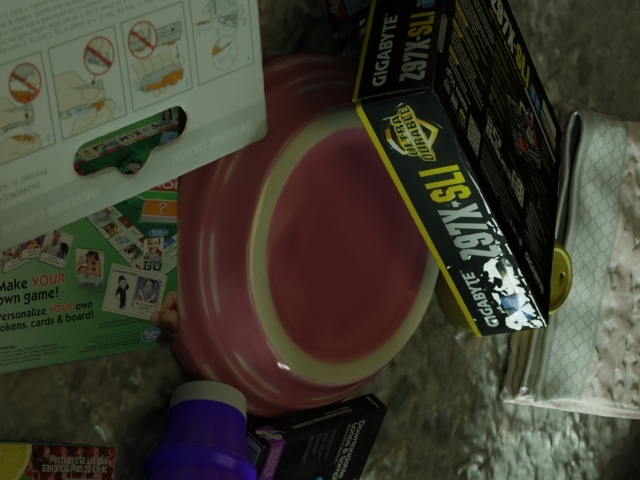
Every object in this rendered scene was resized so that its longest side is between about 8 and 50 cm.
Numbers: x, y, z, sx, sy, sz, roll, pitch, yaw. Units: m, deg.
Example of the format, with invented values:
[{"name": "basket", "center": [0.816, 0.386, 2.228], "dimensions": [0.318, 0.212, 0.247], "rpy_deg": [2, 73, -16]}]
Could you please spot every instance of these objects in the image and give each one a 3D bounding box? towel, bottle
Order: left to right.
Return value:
[{"name": "bottle", "center": [-0.106, 0.250, 1.429], "dimensions": [0.092, 0.118, 0.282], "rpy_deg": [87, 6, -54]}, {"name": "towel", "center": [0.336, 0.031, 1.942], "dimensions": [0.317, 0.053, 0.331], "rpy_deg": [9, 91, -46]}]

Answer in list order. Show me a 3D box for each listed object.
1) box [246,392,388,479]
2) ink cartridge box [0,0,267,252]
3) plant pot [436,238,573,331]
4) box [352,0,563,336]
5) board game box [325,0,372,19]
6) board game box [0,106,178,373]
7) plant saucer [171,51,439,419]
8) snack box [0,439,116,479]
[{"name": "box", "center": [-0.017, 0.205, 1.590], "dimensions": [0.162, 0.029, 0.116], "rpy_deg": [-14, 133, -45]}, {"name": "ink cartridge box", "center": [-0.187, -0.220, 1.322], "dimensions": [0.308, 0.091, 0.385], "rpy_deg": [-27, 121, -41]}, {"name": "plant pot", "center": [0.194, 0.032, 1.763], "dimensions": [0.134, 0.095, 0.134], "rpy_deg": [-9, 102, -45]}, {"name": "box", "center": [0.135, -0.108, 1.599], "dimensions": [0.322, 0.079, 0.257], "rpy_deg": [59, 29, -42]}, {"name": "board game box", "center": [0.092, -0.324, 1.648], "dimensions": [0.281, 0.027, 0.145], "rpy_deg": [-33, 120, -38]}, {"name": "board game box", "center": [-0.240, -0.006, 1.345], "dimensions": [0.317, 0.046, 0.213], "rpy_deg": [-7, 101, -45]}, {"name": "plant saucer", "center": [0.000, 0.000, 1.568], "dimensions": [0.332, 0.084, 0.332], "rpy_deg": [-11, 105, -44]}, {"name": "snack box", "center": [-0.258, 0.238, 1.338], "dimensions": [0.207, 0.070, 0.174], "rpy_deg": [10, 81, -45]}]
